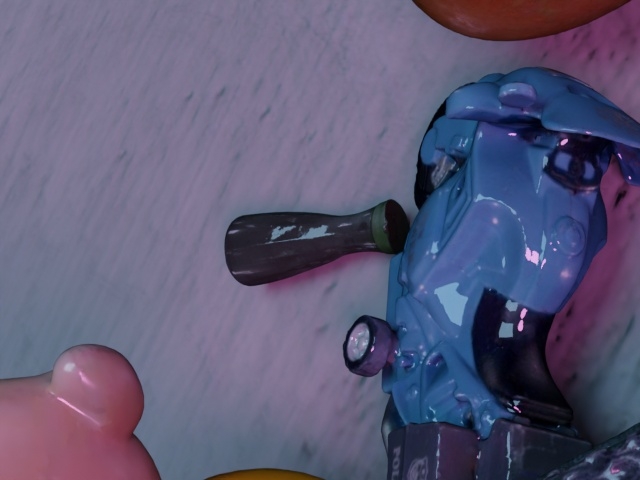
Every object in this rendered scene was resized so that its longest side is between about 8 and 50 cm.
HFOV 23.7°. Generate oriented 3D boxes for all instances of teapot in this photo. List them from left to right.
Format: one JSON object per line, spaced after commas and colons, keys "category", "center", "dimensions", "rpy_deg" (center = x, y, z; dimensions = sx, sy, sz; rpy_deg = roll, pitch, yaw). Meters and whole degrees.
{"category": "teapot", "center": [0.000, 0.000, 0.856], "dimensions": [0.110, 0.043, 0.043], "rpy_deg": [-8, 67, 34]}

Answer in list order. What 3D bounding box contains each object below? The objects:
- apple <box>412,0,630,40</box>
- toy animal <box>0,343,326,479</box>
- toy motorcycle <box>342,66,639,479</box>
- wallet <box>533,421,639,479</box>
{"category": "apple", "center": [0.083, -0.221, 0.732], "dimensions": [0.253, 0.253, 0.253], "rpy_deg": [-17, 62, 35]}
{"category": "toy animal", "center": [-0.089, 0.222, 0.664], "dimensions": [0.277, 0.345, 0.247], "rpy_deg": [-17, 44, -3]}
{"category": "toy motorcycle", "center": [0.092, 0.030, 0.720], "dimensions": [0.182, 0.123, 0.272], "rpy_deg": [-30, 50, 55]}
{"category": "wallet", "center": [0.183, 0.167, 0.565], "dimensions": [0.342, 0.075, 0.237], "rpy_deg": [-34, 80, 28]}
